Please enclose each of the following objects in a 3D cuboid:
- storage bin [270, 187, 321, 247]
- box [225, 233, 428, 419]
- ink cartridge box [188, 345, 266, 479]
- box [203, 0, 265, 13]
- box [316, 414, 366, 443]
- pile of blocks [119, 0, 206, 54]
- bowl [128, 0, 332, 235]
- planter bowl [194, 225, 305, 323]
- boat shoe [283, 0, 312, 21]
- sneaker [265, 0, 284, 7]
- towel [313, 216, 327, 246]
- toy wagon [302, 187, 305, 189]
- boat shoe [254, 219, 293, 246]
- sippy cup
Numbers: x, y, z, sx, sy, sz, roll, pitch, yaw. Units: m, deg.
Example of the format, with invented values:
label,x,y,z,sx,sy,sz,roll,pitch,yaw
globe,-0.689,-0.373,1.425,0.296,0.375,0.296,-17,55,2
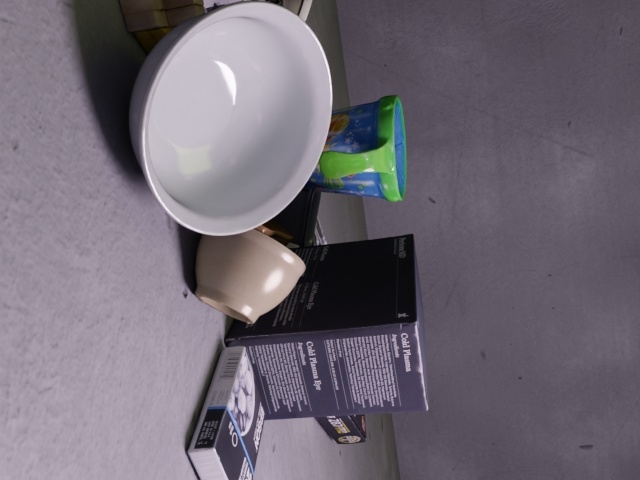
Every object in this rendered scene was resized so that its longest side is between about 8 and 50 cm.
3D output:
label,x,y,z,sx,sy,sz,roll,pitch,yaw
storage bin,-0.057,-0.056,1.352,0.098,0.091,0.135,-33,135,-76
box,0.032,0.149,1.162,0.343,0.313,0.179,-73,154,-64
ink cartridge box,-0.126,0.306,0.949,0.206,0.045,0.208,-81,162,-58
box,-0.173,-0.500,1.100,0.169,0.087,0.290,-78,159,-60
box,0.043,0.315,1.710,0.318,0.097,0.395,63,21,-52
pile of blocks,-0.159,-0.231,0.933,0.362,0.113,0.149,54,30,-68
bowl,-0.133,-0.166,0.813,0.298,0.134,0.297,-28,132,-36
planter bowl,-0.118,0.053,0.916,0.109,0.162,0.162,-64,158,-17
boat shoe,-0.104,-0.436,1.375,0.109,0.091,0.305,-24,-134,62
sneaker,-0.123,-0.522,1.226,0.124,0.107,0.283,17,-51,61
towel,0.000,0.000,1.773,0.285,0.034,0.209,70,2,-57
toy wagon,-0.056,-0.172,1.498,0.267,0.068,0.344,-57,142,-66
boat shoe,-0.112,-0.004,1.188,0.073,0.073,0.207,-57,166,6
sippy cup,0.069,-0.199,1.404,0.305,0.224,0.240,54,36,-67
